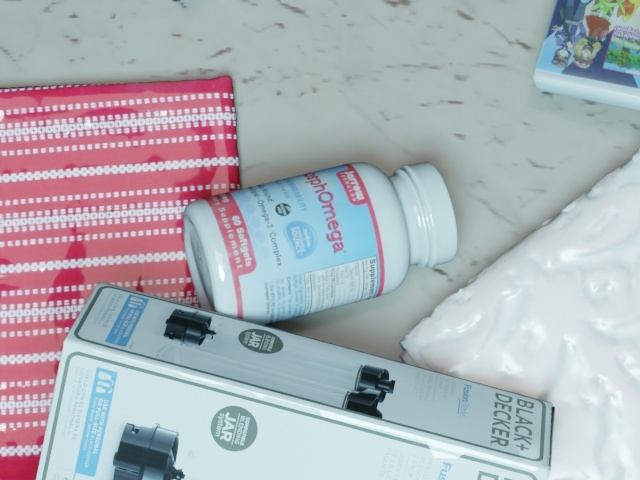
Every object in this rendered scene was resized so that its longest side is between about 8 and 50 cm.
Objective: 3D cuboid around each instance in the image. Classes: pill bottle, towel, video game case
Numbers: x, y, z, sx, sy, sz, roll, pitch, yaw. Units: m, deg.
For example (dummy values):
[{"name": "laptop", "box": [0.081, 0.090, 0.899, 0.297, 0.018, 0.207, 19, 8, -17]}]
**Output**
[{"name": "pill bottle", "box": [0.000, 0.000, 1.243, 0.160, 0.087, 0.087, -14, 83, -13]}, {"name": "towel", "box": [-0.149, 0.032, 1.285, 0.199, 0.031, 0.275, -2, 83, 2]}, {"name": "towel", "box": [0.271, 0.085, 1.242, 0.332, 0.053, 0.317, -38, 83, -2]}, {"name": "video game case", "box": [0.255, -0.161, 1.254, 0.201, 0.023, 0.183, 13, 74, 16]}]

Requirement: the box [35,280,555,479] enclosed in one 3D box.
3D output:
[{"name": "box", "box": [-0.020, 0.148, 1.185, 0.290, 0.087, 0.169, 16, 112, 1]}]
